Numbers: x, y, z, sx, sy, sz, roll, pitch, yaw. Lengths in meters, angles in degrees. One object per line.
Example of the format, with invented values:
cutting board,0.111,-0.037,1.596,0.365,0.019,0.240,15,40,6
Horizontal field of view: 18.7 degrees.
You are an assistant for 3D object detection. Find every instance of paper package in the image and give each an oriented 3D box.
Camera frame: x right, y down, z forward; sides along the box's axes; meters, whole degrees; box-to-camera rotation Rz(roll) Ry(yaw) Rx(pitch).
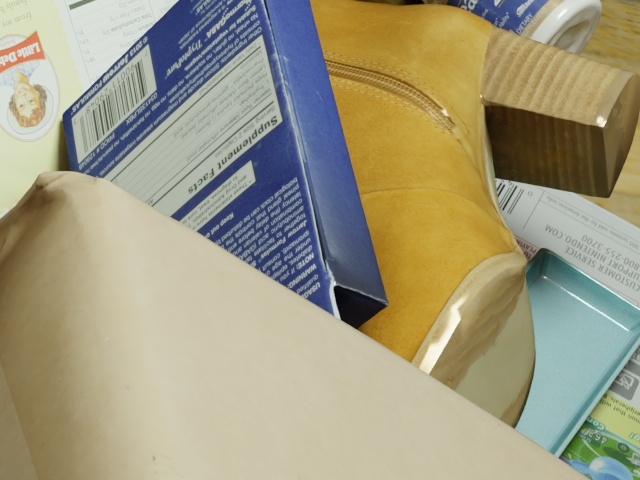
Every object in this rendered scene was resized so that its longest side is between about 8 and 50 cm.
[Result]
paper package,0.012,0.189,0.568,0.309,0.168,0.325,32,25,-34

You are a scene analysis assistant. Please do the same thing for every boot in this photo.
boot,0.000,-0.001,0.868,0.211,0.104,0.295,13,48,23

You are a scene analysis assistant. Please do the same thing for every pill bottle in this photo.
pill bottle,0.100,-0.149,1.140,0.120,0.067,0.067,42,44,21

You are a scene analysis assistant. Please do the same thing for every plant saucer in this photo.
plant saucer,0.087,0.071,0.885,0.067,0.018,0.192,34,43,11

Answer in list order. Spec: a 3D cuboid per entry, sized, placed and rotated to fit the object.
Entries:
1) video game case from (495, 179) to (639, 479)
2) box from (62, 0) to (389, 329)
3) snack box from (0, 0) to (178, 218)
video game case,0.088,0.074,0.924,0.329,0.036,0.300,29,41,5
box,-0.043,-0.002,0.804,0.036,0.136,0.225,23,41,-38
snack box,-0.178,-0.097,0.881,0.060,0.187,0.322,-4,18,44
